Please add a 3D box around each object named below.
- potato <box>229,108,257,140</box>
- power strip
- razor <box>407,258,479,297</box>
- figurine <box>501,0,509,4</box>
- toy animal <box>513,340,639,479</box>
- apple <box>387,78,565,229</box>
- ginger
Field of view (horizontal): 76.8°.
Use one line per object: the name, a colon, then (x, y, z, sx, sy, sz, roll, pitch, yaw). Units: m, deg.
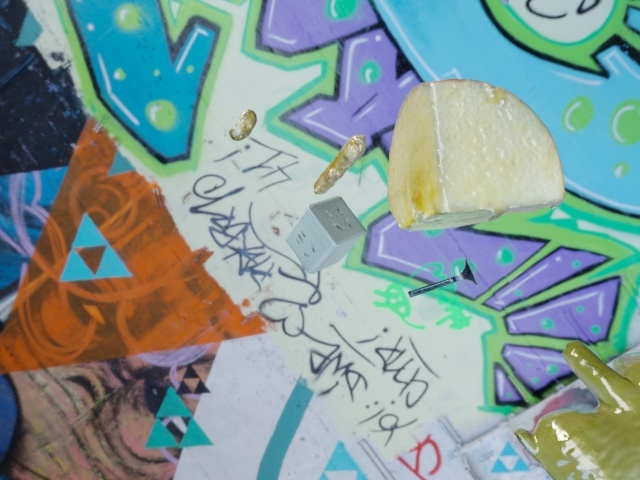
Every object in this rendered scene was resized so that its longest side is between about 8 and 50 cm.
potato: (-0.196, -0.292, 1.038, 0.045, 0.092, 0.046, 38, -177, 26)
power strip: (0.000, 0.000, 1.154, 0.139, 0.224, 0.140, -24, -108, -41)
razor: (0.280, 0.104, 0.967, 0.033, 0.190, 0.066, -11, -103, -40)
figurine: (0.488, -0.924, 1.250, 0.382, 0.224, 0.205, 23, -132, -3)
toy animal: (0.442, 0.222, 0.542, 0.181, 0.363, 0.180, 50, 172, -28)
apple: (0.242, -0.118, 0.743, 0.314, 0.252, 0.309, 39, 179, 1)
ginger: (0.056, -0.238, 1.337, 0.065, 0.299, 0.118, 42, -130, -3)
